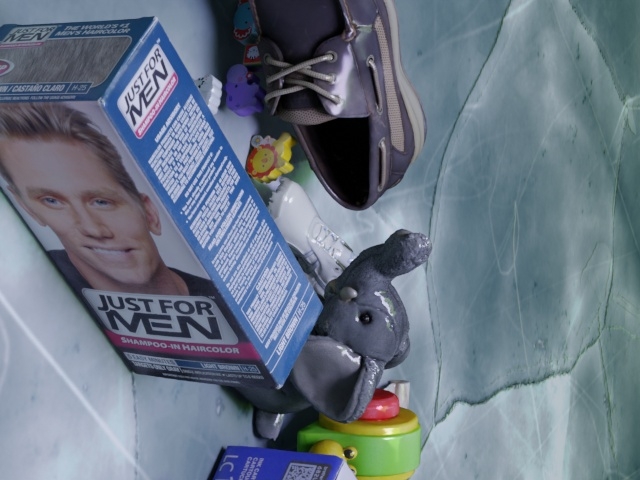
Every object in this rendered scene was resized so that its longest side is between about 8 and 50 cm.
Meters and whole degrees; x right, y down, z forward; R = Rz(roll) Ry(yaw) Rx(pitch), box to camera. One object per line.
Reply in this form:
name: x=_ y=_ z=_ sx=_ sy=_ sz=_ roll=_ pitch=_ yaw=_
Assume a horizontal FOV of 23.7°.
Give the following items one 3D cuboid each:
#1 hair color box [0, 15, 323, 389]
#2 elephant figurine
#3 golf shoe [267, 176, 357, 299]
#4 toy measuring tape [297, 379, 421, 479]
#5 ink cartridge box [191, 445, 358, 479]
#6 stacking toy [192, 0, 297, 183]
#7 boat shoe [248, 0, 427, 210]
hair color box: x=-0.150 y=-0.023 z=1.297 sx=0.105 sy=0.174 sz=0.347 roll=-62 pitch=139 yaw=-35
elephant figurine: x=0.018 y=0.098 z=1.510 sx=0.186 sy=0.239 sz=0.169 roll=44 pitch=54 yaw=-50
golf shoe: x=0.000 y=0.000 z=1.603 sx=0.069 sy=0.086 sz=0.176 roll=-64 pitch=150 yaw=-29
toy measuring tape: x=0.076 y=0.210 z=1.684 sx=0.330 sy=0.121 sz=0.121 roll=-16 pitch=104 yaw=-66
ink cartridge box: x=-0.029 y=0.391 z=1.528 sx=0.395 sy=0.151 sz=0.270 roll=61 pitch=42 yaw=-42
stacking toy: x=-0.073 y=-0.189 z=1.541 sx=0.167 sy=0.052 sz=0.221 roll=36 pitch=59 yaw=-55
boat shoe: x=0.011 y=-0.168 z=1.505 sx=0.355 sy=0.132 sz=0.130 roll=59 pitch=41 yaw=-40
